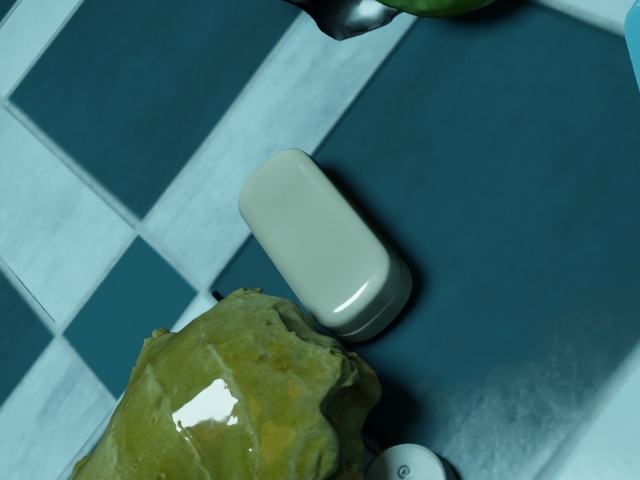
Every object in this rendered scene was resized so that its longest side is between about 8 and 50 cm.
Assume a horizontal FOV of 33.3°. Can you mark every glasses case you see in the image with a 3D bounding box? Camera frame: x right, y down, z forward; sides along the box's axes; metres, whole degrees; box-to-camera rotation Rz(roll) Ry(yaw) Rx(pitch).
[{"bbox_3d":[0.000,0.000,0.874,0.083,0.050,0.196,-42,47,6],"label":"glasses case"}]

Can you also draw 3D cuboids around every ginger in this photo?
[{"bbox_3d":[-0.099,0.218,0.796,0.236,0.166,0.376,35,109,21],"label":"ginger"}]

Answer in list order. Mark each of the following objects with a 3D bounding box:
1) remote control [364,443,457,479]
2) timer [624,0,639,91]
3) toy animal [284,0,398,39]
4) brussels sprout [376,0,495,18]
[{"bbox_3d":[0.050,0.254,0.703,0.077,0.022,0.245,-10,58,31],"label":"remote control"},{"bbox_3d":[0.269,-0.019,0.542,0.091,0.250,0.232,-51,45,0],"label":"timer"},{"bbox_3d":[-0.022,-0.284,0.984,0.138,0.179,0.166,-61,37,10],"label":"toy animal"},{"bbox_3d":[0.103,-0.263,0.892,0.180,0.144,0.161,-2,36,24],"label":"brussels sprout"}]
